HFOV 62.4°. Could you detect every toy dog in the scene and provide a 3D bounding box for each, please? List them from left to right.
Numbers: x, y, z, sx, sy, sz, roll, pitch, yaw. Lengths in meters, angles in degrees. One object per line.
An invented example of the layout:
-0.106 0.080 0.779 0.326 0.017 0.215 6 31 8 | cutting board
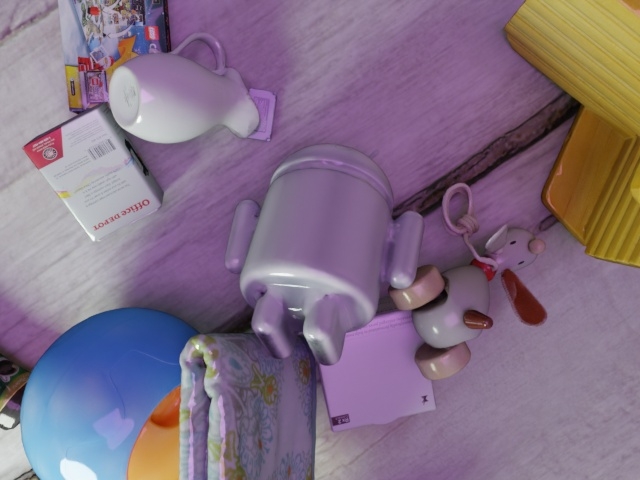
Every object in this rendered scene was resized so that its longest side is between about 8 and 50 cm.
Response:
0.257 0.065 0.815 0.220 0.161 0.334 46 63 -20 | toy dog

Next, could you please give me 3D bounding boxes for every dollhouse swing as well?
0.383 -0.165 0.778 0.304 0.347 0.315 24 95 2 | dollhouse swing

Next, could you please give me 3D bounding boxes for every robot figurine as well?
0.000 0.000 0.793 0.299 0.200 0.354 7 58 12 | robot figurine

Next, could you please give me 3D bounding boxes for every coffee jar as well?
-0.548 0.226 0.863 0.184 0.096 0.079 38 96 -8 | coffee jar

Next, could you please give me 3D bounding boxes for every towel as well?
-0.087 0.324 0.767 0.090 0.320 0.375 -6 78 16 | towel

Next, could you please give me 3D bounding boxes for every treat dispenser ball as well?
-0.285 0.245 0.792 0.287 0.288 0.289 -1 97 -5 | treat dispenser ball

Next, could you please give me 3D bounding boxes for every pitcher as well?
-0.209 -0.236 0.794 0.125 0.207 0.178 -24 84 42 | pitcher

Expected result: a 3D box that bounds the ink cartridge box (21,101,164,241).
-0.347 -0.106 0.828 0.127 0.072 0.175 -28 116 -1 | ink cartridge box

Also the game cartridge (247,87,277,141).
-0.105 -0.211 0.887 0.055 0.017 0.083 8 97 -10 | game cartridge

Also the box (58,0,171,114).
-0.321 -0.322 0.837 0.159 0.044 0.233 -3 98 -5 | box

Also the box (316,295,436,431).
0.085 0.204 0.906 0.180 0.119 0.182 -12 98 -4 | box
